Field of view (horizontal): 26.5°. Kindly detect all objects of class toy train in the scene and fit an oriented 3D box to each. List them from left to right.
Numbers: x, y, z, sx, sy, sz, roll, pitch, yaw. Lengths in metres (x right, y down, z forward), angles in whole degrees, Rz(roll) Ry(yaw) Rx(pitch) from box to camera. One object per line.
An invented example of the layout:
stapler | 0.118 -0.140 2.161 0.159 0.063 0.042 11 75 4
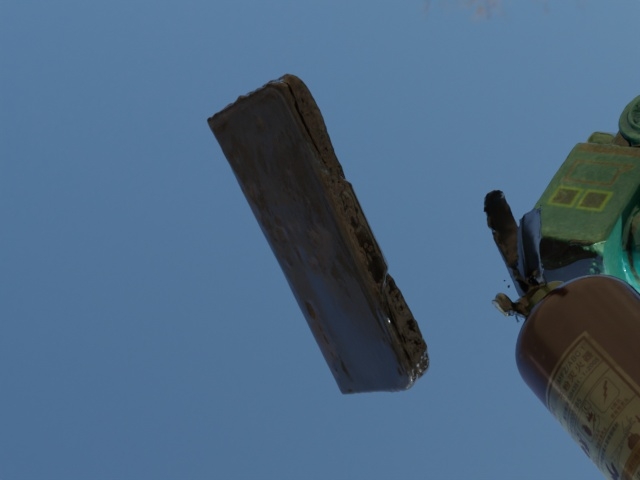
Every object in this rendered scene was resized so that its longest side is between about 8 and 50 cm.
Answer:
toy train | 0.304 -0.015 0.965 0.298 0.120 0.194 9 -132 39

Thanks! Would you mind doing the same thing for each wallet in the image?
wallet | 0.000 0.000 1.271 0.042 0.165 0.310 -27 -86 -31

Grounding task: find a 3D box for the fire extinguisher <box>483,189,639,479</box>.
fire extinguisher | 0.142 0.062 0.611 0.071 0.099 0.231 -28 -133 -10
